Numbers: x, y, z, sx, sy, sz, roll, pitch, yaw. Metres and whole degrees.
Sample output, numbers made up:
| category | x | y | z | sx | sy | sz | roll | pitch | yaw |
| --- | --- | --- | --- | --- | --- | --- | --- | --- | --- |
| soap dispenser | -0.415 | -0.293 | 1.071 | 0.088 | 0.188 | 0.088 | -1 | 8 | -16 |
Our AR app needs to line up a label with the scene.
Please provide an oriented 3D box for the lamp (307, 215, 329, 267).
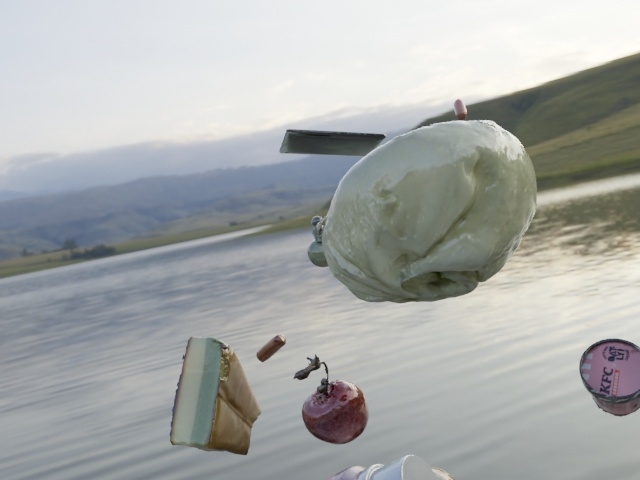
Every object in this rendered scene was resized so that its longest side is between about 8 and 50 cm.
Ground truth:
| category | x | y | z | sx | sy | sz | roll | pitch | yaw |
| --- | --- | --- | --- | --- | --- | --- | --- | --- | --- |
| lamp | 0.000 | 0.000 | 1.966 | 0.091 | 0.163 | 0.091 | -8 | 36 | 6 |

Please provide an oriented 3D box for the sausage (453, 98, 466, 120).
| category | x | y | z | sx | sy | sz | roll | pitch | yaw |
| --- | --- | --- | --- | --- | --- | --- | --- | --- | --- |
| sausage | 0.413 | -0.388 | 2.019 | 0.034 | 0.034 | 0.083 | -11 | 41 | 11 |

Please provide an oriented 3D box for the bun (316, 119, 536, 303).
| category | x | y | z | sx | sy | sz | roll | pitch | yaw |
| --- | --- | --- | --- | --- | --- | --- | --- | --- | --- |
| bun | 0.130 | -0.013 | 0.772 | 0.260 | 0.159 | 0.259 | -19 | -18 | -6 |

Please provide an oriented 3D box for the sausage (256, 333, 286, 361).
| category | x | y | z | sx | sy | sz | roll | pitch | yaw |
| --- | --- | --- | --- | --- | --- | --- | --- | --- | --- |
| sausage | -0.142 | 0.313 | 1.986 | 0.041 | 0.039 | 0.131 | -16 | -20 | -45 |

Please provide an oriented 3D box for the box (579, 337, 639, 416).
| category | x | y | z | sx | sy | sz | roll | pitch | yaw |
| --- | --- | --- | --- | --- | --- | --- | --- | --- | --- |
| box | 0.683 | 0.323 | 1.571 | 0.151 | 0.151 | 0.135 | -11 | -41 | 22 |

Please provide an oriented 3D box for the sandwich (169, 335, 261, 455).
| category | x | y | z | sx | sy | sz | roll | pitch | yaw |
| --- | --- | --- | --- | --- | --- | --- | --- | --- | --- |
| sandwich | -0.208 | 0.325 | 1.419 | 0.108 | 0.219 | 0.186 | -4 | -22 | 24 |

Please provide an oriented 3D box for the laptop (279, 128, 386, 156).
| category | x | y | z | sx | sy | sz | roll | pitch | yaw |
| --- | --- | --- | --- | --- | --- | --- | --- | --- | --- |
| laptop | 0.029 | -0.262 | 1.862 | 0.269 | 0.015 | 0.187 | 1 | -10 | -10 |

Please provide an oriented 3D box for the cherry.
| category | x | y | z | sx | sy | sz | roll | pitch | yaw |
| --- | --- | --- | --- | --- | --- | --- | --- | --- | --- |
| cherry | 0.005 | 0.251 | 1.065 | 0.107 | 0.090 | 0.225 | -25 | -46 | 14 |

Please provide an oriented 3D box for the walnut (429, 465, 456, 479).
| category | x | y | z | sx | sy | sz | roll | pitch | yaw |
| --- | --- | --- | --- | --- | --- | --- | --- | --- | --- |
| walnut | 0.215 | 0.535 | 1.307 | 0.168 | 0.207 | 0.167 | -22 | -7 | -3 |

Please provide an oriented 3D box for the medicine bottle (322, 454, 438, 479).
| category | x | y | z | sx | sy | sz | roll | pitch | yaw |
| --- | --- | --- | --- | --- | --- | --- | --- | --- | --- |
| medicine bottle | 0.043 | 0.382 | 0.912 | 0.247 | 0.147 | 0.147 | -35 | -9 | 25 |
